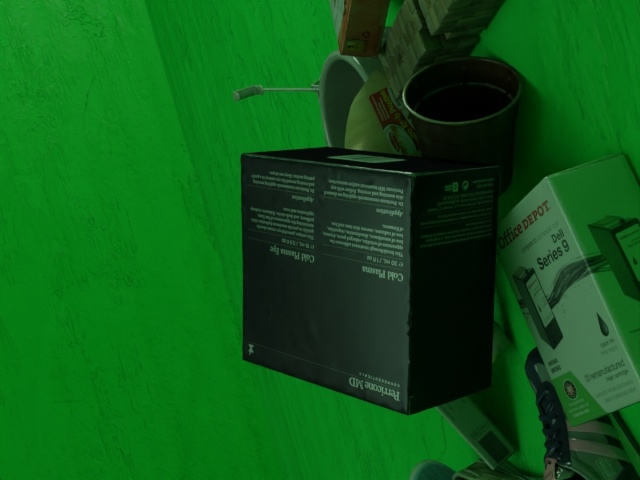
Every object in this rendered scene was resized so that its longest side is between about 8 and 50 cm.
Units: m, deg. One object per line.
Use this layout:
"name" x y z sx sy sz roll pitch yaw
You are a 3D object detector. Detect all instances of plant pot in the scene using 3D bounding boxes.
"plant pot" 0.208 -0.149 1.516 0.167 0.167 0.165 52 160 47

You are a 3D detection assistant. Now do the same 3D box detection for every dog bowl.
"dog bowl" 0.103 -0.195 1.866 0.349 0.102 0.349 162 90 -72

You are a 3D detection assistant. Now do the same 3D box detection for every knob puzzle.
"knob puzzle" 0.129 -0.187 1.686 0.213 0.213 0.030 67 -170 17

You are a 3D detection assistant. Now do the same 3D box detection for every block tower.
"block tower" 0.180 -0.327 1.522 0.335 0.097 0.091 124 131 -65

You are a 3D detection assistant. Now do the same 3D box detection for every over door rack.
"over door rack" -0.026 -0.214 2.176 0.324 0.108 0.240 5 113 49

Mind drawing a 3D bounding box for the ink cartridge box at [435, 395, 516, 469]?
"ink cartridge box" 0.202 0.251 1.858 0.275 0.060 0.239 48 -179 -30

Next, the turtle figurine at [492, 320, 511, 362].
"turtle figurine" 0.177 0.095 1.701 0.266 0.197 0.275 61 -152 -21

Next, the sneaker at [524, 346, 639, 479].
"sneaker" 0.357 0.288 1.505 0.112 0.131 0.319 94 153 -49

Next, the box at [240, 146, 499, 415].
"box" 0.059 0.039 1.481 0.343 0.179 0.313 12 105 46

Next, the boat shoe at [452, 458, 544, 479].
"boat shoe" 0.328 0.451 1.804 0.302 0.094 0.109 -170 64 -70

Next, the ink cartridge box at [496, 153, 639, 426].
"ink cartridge box" 0.348 0.067 1.339 0.211 0.121 0.289 122 129 -67

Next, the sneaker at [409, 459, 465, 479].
"sneaker" 0.239 0.545 2.027 0.319 0.127 0.208 59 166 -9

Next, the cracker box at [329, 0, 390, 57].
"cracker box" 0.061 -0.417 1.687 0.232 0.067 0.156 -97 14 -51
